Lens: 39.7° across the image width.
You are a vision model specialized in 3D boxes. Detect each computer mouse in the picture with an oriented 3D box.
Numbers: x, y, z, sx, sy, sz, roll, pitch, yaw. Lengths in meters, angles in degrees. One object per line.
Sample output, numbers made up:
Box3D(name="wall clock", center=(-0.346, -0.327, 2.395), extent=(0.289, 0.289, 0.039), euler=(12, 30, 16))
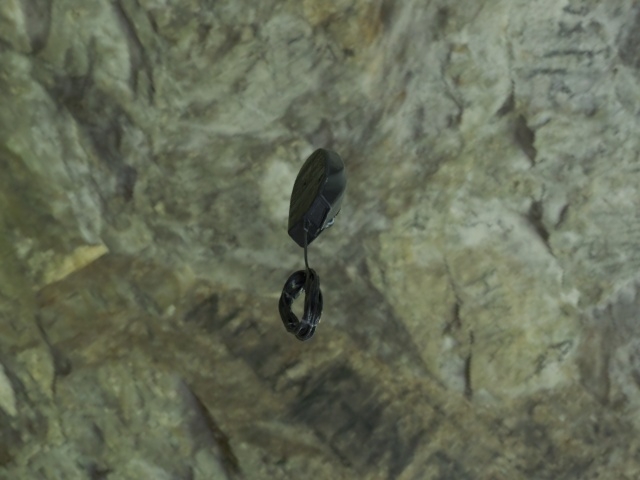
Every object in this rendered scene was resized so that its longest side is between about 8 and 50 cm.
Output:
Box3D(name="computer mouse", center=(0.000, 0.000, 0.771), extent=(0.041, 0.242, 0.071), euler=(28, -53, -19))
